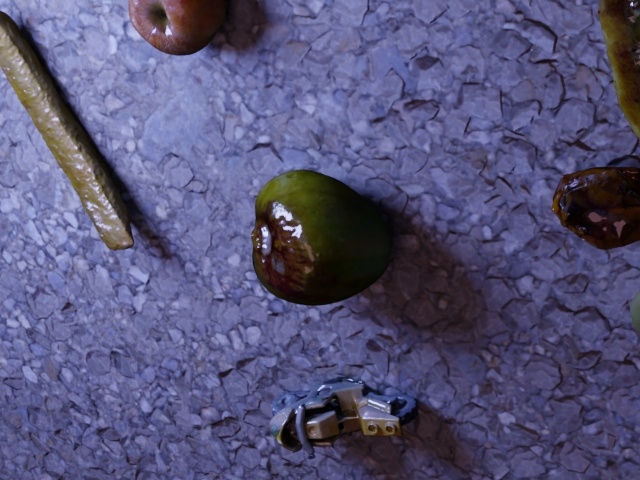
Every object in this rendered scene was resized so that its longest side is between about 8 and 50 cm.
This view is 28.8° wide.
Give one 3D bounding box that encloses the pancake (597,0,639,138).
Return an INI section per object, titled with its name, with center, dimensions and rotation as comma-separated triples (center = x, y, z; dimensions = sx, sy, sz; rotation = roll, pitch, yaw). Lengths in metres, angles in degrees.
[pancake]
center = 0.455, -0.270, 1.387
dimensions = 0.305, 0.067, 0.427
rotation = 28, 120, 9

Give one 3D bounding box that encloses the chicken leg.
[chicken leg]
center = 0.428, -0.038, 1.484
dimensions = 0.304, 0.113, 0.093
rotation = 2, 134, 22

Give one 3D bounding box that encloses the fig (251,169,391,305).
[fig]
center = 0.000, 0.000, 1.671
dimensions = 0.191, 0.181, 0.181
rotation = 12, 120, -7

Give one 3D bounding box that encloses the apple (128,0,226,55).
[apple]
center = -0.189, -0.310, 1.649
dimensions = 0.126, 0.102, 0.126
rotation = 13, 124, 21

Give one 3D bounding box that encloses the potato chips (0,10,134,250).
[potato chips]
center = -0.386, -0.164, 1.828
dimensions = 0.057, 0.080, 0.407
rotation = -28, 98, 16

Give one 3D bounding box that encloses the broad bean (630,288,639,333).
[broad bean]
center = 0.512, 0.078, 1.495
dimensions = 0.263, 0.121, 0.189
rotation = 15, 138, 6

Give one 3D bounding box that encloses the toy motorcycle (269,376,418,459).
[toy motorcycle]
center = 0.023, 0.260, 1.798
dimensions = 0.229, 0.130, 0.094
rotation = -1, 109, 25
